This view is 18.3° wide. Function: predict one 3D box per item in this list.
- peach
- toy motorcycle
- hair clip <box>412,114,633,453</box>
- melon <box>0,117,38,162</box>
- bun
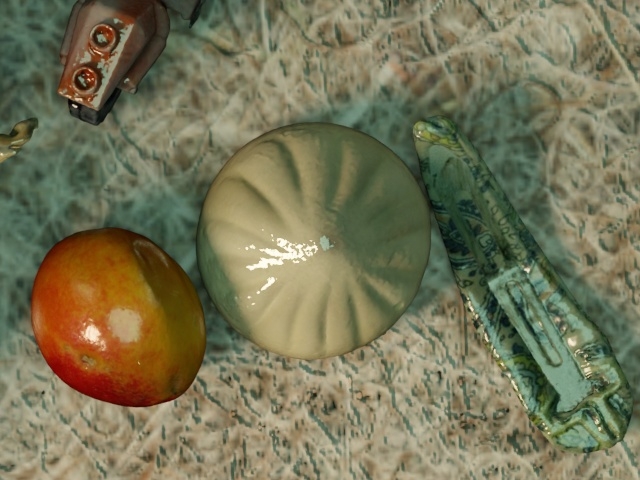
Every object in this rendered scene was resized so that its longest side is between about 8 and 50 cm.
[{"bbox_3d":[-0.111,0.046,1.103,0.100,0.101,0.101,0,93,-8],"label":"peach"},{"bbox_3d":[-0.093,-0.165,1.085,0.084,0.118,0.213,23,90,1],"label":"toy motorcycle"},{"bbox_3d":[0.113,0.025,1.165,0.066,0.036,0.229,-30,103,-1],"label":"hair clip"},{"bbox_3d":[-0.310,-0.151,0.991,0.271,0.272,0.308,-14,83,-7],"label":"melon"},{"bbox_3d":[0.000,0.000,1.121,0.138,0.094,0.138,0,91,-11],"label":"bun"}]
